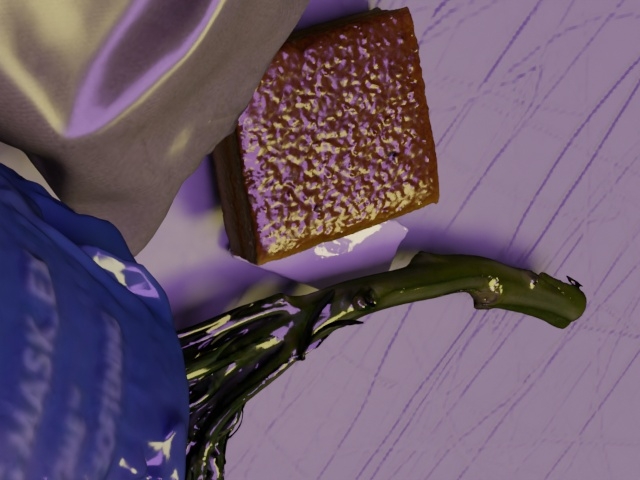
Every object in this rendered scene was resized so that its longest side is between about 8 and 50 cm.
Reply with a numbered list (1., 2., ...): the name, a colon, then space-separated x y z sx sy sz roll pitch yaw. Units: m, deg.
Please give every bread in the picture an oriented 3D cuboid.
1. bread: 0.000 -0.045 0.799 0.094 0.035 0.090 -19 108 -25

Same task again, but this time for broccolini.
1. broccolini: 0.010 0.072 0.854 0.271 0.062 0.123 -12 133 -28

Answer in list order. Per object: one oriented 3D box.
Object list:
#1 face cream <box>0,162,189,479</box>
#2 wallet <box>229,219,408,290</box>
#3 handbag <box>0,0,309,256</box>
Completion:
1. face cream: -0.193 0.054 0.588 0.225 0.249 0.249 33 91 -44
2. wallet: 0.000 0.000 0.843 0.083 0.011 0.044 21 98 -37
3. handbag: -0.111 -0.165 0.638 0.315 0.109 0.253 33 87 -32
